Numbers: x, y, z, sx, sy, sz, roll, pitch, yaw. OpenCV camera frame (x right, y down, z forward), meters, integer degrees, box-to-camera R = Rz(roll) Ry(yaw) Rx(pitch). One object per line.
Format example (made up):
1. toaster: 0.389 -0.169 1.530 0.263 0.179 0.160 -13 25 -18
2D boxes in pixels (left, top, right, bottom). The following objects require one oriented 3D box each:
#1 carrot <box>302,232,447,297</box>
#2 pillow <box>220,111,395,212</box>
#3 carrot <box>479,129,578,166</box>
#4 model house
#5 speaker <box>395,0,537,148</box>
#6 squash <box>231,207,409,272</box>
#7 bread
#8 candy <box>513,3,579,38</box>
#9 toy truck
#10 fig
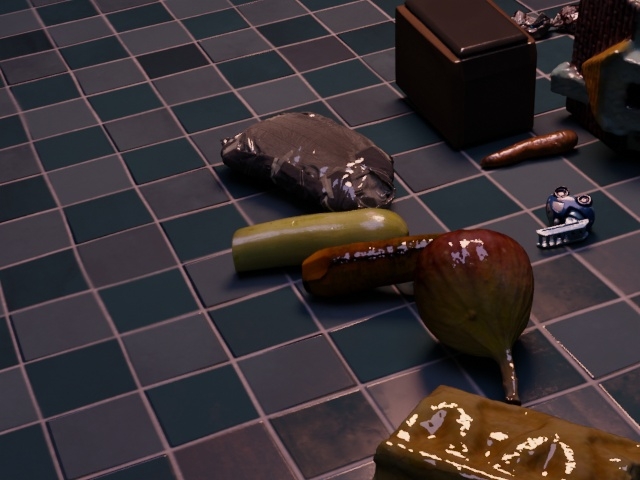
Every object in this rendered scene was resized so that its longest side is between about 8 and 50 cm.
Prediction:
1. carrot: 0.105 0.031 1.647 0.260 0.070 0.070 -8 32 12
2. pillow: -0.013 -0.119 1.902 0.161 0.093 0.335 -36 44 -30
3. carrot: 0.327 -0.143 1.936 0.165 0.036 0.036 -14 34 -7
4. model house: 0.470 -0.281 1.895 0.248 0.280 0.230 20 40 26
5. speaker: 0.236 -0.286 2.034 0.153 0.193 0.231 -15 38 -16
6. squash: 0.000 0.000 1.731 0.250 0.083 0.083 -5 33 7
7. bread: 0.178 0.271 1.185 0.252 0.196 0.238 23 39 33
8. candy: 0.477 -0.423 2.323 0.226 0.051 0.094 -5 30 2
9. toy truck: 0.341 -0.025 1.739 0.073 0.056 0.090 22 54 27
10. fig: 0.190 0.101 1.516 0.143 0.160 0.231 -10 66 34
